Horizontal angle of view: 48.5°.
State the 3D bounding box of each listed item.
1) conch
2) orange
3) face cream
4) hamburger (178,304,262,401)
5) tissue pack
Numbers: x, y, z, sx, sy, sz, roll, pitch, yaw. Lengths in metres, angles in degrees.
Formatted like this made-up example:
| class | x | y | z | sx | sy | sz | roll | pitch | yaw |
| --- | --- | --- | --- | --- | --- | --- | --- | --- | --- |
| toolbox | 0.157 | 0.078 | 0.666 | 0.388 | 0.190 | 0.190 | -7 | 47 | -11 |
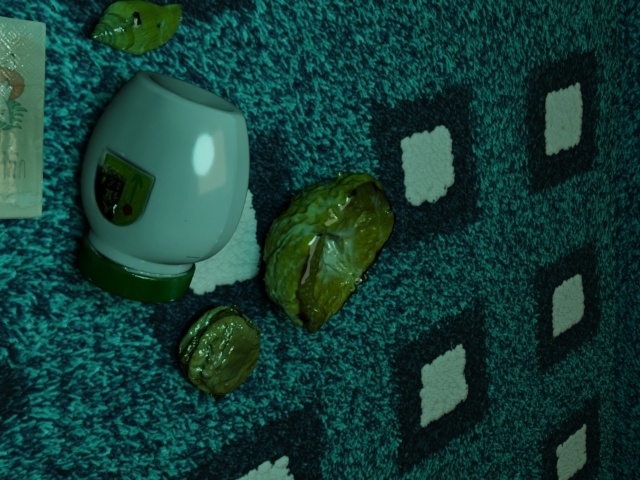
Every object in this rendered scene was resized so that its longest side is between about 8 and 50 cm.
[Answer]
| class | x | y | z | sx | sy | sz | roll | pitch | yaw |
| --- | --- | --- | --- | --- | --- | --- | --- | --- | --- |
| conch | -0.335 | -0.385 | 1.281 | 0.201 | 0.080 | 0.094 | -14 | 128 | -47 |
| orange | 0.000 | 0.000 | 1.558 | 0.368 | 0.210 | 0.271 | -51 | 151 | -18 |
| face cream | -0.278 | -0.092 | 1.244 | 0.219 | 0.313 | 0.356 | -17 | 132 | -62 |
| hamburger | -0.215 | 0.230 | 1.512 | 0.183 | 0.130 | 0.206 | -52 | 147 | -17 |
| tissue pack | -0.538 | -0.196 | 1.148 | 0.170 | 0.071 | 0.325 | -3 | 102 | -42 |
